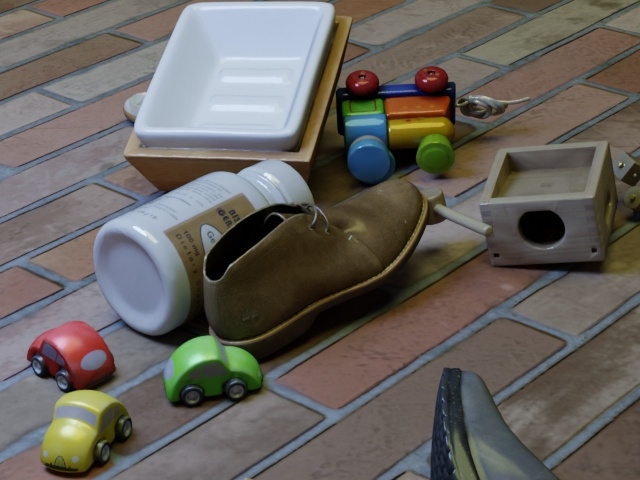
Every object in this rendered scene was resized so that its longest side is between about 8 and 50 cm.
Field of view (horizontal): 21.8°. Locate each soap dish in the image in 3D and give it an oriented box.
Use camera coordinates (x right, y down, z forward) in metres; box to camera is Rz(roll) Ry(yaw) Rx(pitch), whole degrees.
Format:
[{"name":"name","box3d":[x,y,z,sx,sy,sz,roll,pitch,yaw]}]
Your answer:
[{"name":"soap dish","box3d":[-0.092,-0.174,2.051,0.229,0.118,0.291,2,43,13]}]

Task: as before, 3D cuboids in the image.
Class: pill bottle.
[{"name":"pill bottle","box3d":[-0.117,-0.001,1.767,0.131,0.131,0.229,21,36,38]}]

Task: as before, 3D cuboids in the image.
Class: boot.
[{"name":"boot","box3d":[0.000,0.000,1.722,0.112,0.115,0.305,17,42,43]},{"name":"boot","box3d":[0.214,0.228,1.336,0.223,0.118,0.338,-3,38,-7]}]

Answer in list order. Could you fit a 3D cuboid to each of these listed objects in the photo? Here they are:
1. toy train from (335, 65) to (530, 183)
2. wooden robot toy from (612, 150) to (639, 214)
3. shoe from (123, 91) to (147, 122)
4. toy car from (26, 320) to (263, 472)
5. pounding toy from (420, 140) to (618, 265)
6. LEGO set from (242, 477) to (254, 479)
[{"name":"toy train","box3d":[0.146,-0.137,2.051,0.248,0.105,0.143,-3,38,0]},{"name":"wooden robot toy","box3d":[0.407,-0.041,1.891,0.079,0.076,0.173,21,7,-42]},{"name":"shoe","box3d":[-0.157,-0.188,2.214,0.219,0.058,0.076,1,27,8]},{"name":"toy car","box3d":[-0.169,0.128,1.607,0.225,0.053,0.239,-8,28,-9]},{"name":"pounding toy","box3d":[0.211,-0.021,1.826,0.206,0.094,0.181,-3,31,20]},{"name":"LEGO set","box3d":[-0.030,0.294,1.209,0.107,0.132,0.287,6,21,-2]}]
